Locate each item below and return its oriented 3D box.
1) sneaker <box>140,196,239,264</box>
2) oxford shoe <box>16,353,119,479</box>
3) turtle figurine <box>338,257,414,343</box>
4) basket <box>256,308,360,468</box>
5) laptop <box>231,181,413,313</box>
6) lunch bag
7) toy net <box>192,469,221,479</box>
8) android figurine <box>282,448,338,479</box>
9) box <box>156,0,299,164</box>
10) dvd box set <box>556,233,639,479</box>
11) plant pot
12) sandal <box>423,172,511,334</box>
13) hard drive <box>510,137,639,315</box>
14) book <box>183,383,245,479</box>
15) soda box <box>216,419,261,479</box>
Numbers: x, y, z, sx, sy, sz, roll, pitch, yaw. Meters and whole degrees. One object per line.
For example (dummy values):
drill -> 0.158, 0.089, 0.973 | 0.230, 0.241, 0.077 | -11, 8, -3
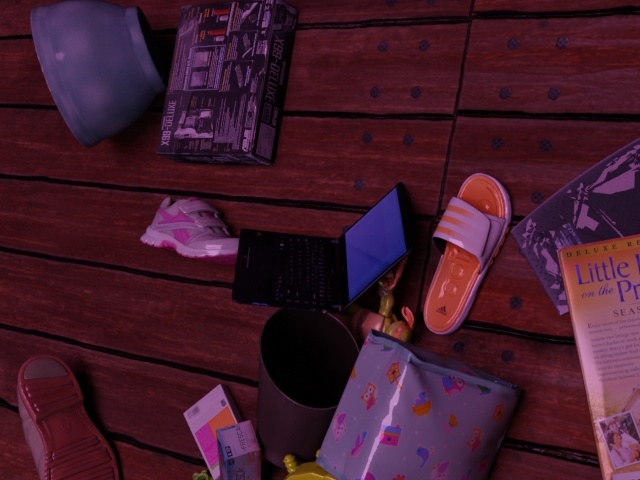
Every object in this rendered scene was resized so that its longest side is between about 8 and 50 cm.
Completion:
sneaker -> -0.231, -0.024, 1.895 | 0.252, 0.103, 0.111 | 15, 90, 35
oxford shoe -> -0.496, 0.425, 1.993 | 0.146, 0.140, 0.397 | -50, 56, 54
turtle figurine -> 0.076, 0.127, 1.659 | 0.217, 0.087, 0.269 | 12, 96, 44
basket -> -0.030, 0.250, 1.614 | 0.227, 0.154, 0.204 | 101, 157, -45
laptop -> 0.000, 0.000, 1.638 | 0.234, 0.264, 0.136 | -90, 8, -61
lunch bag -> 0.158, 0.276, 1.478 | 0.160, 0.262, 0.223 | 21, 90, 59
toy net -> -0.148, 0.482, 1.770 | 0.232, 0.045, 0.122 | 9, 56, 33
android figurine -> 0.021, 0.454, 1.583 | 0.248, 0.056, 0.272 | -19, 96, 31
box -> -0.180, -0.300, 1.935 | 0.242, 0.076, 0.307 | 3, 82, 35
dvd box set -> 0.492, 0.187, 1.296 | 0.308, 0.062, 0.420 | -11, 71, 10
plant pot -> -0.420, -0.353, 2.015 | 0.196, 0.293, 0.293 | -18, 67, 1
sandal -> 0.219, 0.021, 1.588 | 0.102, 0.076, 0.265 | 19, 91, 36
hard drive -> 0.421, -0.020, 1.470 | 0.255, 0.054, 0.172 | -38, 62, 22
book -> -0.181, 0.344, 1.818 | 0.096, 0.035, 0.144 | -39, 59, 14
soda box -> -0.136, 0.374, 1.698 | 0.063, 0.183, 0.058 | -14, 54, -14
